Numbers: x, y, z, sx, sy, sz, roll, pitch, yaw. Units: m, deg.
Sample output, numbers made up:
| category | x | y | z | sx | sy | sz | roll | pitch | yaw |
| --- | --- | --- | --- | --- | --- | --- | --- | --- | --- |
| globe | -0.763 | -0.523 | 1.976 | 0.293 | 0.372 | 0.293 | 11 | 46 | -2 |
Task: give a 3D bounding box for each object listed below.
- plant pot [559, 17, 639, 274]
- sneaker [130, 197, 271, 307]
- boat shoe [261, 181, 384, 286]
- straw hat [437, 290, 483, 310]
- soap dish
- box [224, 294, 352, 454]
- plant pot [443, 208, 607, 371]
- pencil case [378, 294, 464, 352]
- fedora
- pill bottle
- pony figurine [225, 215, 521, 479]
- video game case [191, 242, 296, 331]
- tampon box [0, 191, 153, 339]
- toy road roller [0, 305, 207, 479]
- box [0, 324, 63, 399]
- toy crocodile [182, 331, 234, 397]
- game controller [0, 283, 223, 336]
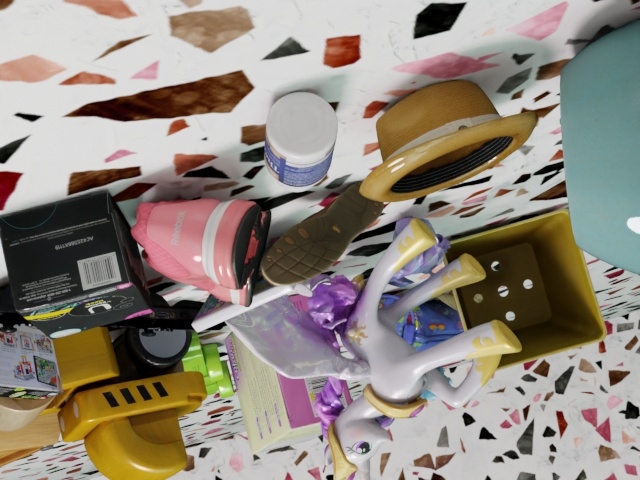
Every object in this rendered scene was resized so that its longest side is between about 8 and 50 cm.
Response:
| category | x | y | z | sx | sy | sz | roll | pitch | yaw |
| --- | --- | --- | --- | --- | --- | --- | --- | --- | --- |
| plant pot | 0.356 | -0.092 | 1.062 | 0.235 | 0.293 | 0.293 | -4 | 169 | 18 |
| sneaker | -0.133 | -0.002 | 1.238 | 0.136 | 0.116 | 0.314 | 13 | 171 | 2 |
| boat shoe | 0.000 | -0.001 | 1.314 | 0.178 | 0.064 | 0.060 | -39 | 179 | -24 |
| straw hat | 0.275 | 0.103 | 2.044 | 0.061 | 0.144 | 0.144 | -61 | 156 | 4 |
| soap dish | -0.594 | 0.321 | 1.832 | 0.229 | 0.118 | 0.291 | -25 | 164 | 30 |
| box | -0.058 | 0.228 | 1.870 | 0.117 | 0.214 | 0.243 | -9 | 163 | -22 |
| plant pot | 0.312 | 0.082 | 1.793 | 0.212 | 0.212 | 0.187 | -16 | 179 | -2 |
| pencil case | 0.195 | 0.165 | 2.085 | 0.133 | 0.119 | 0.306 | 9 | -179 | 33 |
| fedora | 0.120 | -0.107 | 1.117 | 0.194 | 0.079 | 0.194 | -21 | 166 | -5 |
| pill bottle | -0.020 | -0.089 | 1.056 | 0.067 | 0.067 | 0.120 | -14 | 165 | -8 |
| pony figurine | 0.064 | 0.140 | 1.551 | 0.363 | 0.351 | 0.303 | -45 | 160 | 22 |
| video game case | -0.080 | 0.048 | 1.422 | 0.157 | 0.019 | 0.143 | -24 | -159 | 28 |
| tampon box | -0.255 | 0.031 | 1.170 | 0.120 | 0.101 | 0.161 | -15 | 165 | -4 |
| toy road roller | -0.324 | 0.246 | 1.604 | 0.329 | 0.241 | 0.202 | -8 | 163 | -28 |
| box | -0.398 | 0.136 | 1.380 | 0.036 | 0.114 | 0.207 | -20 | 164 | 13 |
| toy crocodile | -0.223 | 0.217 | 1.910 | 0.115 | 0.105 | 0.340 | -15 | 160 | -3 |
| game controller | -0.265 | 0.096 | 1.401 | 0.166 | 0.067 | 0.319 | 10 | 180 | 31 |
